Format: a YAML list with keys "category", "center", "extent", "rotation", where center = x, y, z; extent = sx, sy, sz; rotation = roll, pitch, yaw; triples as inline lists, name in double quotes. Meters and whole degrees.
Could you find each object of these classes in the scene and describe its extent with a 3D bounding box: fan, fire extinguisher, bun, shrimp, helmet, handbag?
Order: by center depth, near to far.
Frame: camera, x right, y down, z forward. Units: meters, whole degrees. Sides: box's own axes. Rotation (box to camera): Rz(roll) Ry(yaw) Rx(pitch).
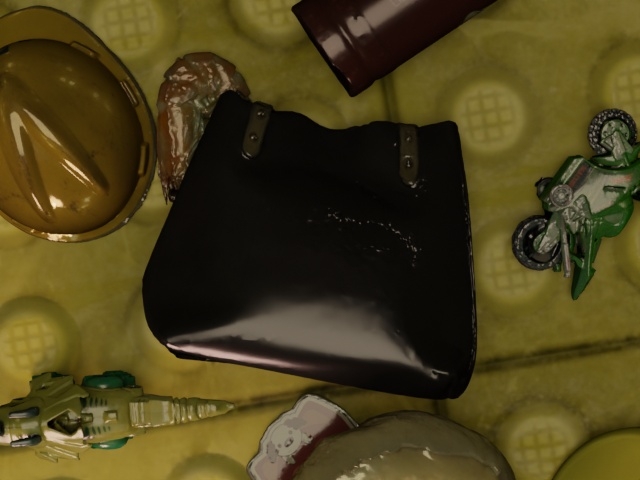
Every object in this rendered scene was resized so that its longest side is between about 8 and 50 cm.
- category: "fire extinguisher"
  center: [0.143, -0.278, 1.682]
  extent: [0.337, 0.114, 0.135]
  rotation: [-35, 50, 3]
- category: "bun"
  center: [0.057, 0.294, 1.686]
  extent: [0.287, 0.146, 0.287]
  rotation: [-8, 114, -18]
- category: "handbag"
  center: [0.000, 0.000, 1.698]
  extent: [0.342, 0.152, 0.287]
  rotation: [10, 82, -2]
- category: "helmet"
  center: [-0.285, -0.114, 1.703]
  extent: [0.205, 0.140, 0.257]
  rotation: [-29, 94, 3]
- category: "shrimp"
  center: [-0.127, -0.108, 1.750]
  extent: [0.099, 0.041, 0.180]
  rotation: [8, 92, -13]
- category: "fan"
  center: [0.032, 0.264, 1.771]
  extent: [0.220, 0.009, 0.132]
  rotation: [37, 96, 1]

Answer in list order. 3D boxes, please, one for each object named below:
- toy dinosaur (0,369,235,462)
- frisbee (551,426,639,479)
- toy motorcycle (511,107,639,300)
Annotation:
- category: "toy dinosaur"
  center: [-0.219, 0.175, 1.715]
  extent: [0.259, 0.153, 0.094]
  rotation: [-4, 95, -6]
- category: "frisbee"
  center: [0.314, 0.305, 1.685]
  extent: [0.236, 0.017, 0.235]
  rotation: [-13, 70, 39]
- category: "toy motorcycle"
  center: [0.281, -0.040, 1.723]
  extent: [0.106, 0.074, 0.190]
  rotation: [34, 93, -8]
